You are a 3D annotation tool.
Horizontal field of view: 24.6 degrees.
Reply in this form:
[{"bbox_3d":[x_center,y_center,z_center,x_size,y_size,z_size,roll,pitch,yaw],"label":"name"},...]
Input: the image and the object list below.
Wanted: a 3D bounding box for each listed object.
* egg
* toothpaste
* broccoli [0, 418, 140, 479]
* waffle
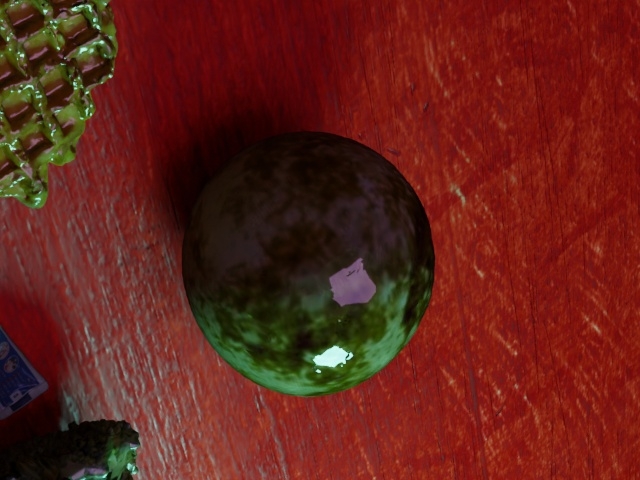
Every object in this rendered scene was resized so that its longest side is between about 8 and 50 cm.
[{"bbox_3d":[-0.010,0.031,1.395,0.238,0.238,0.289,-39,149,-21],"label":"egg"},{"bbox_3d":[-0.298,0.089,1.296,0.057,0.035,0.197,-34,138,-13],"label":"toothpaste"},{"bbox_3d":[-0.256,0.275,1.344,0.176,0.226,0.198,1,137,2],"label":"broccoli"},{"bbox_3d":[-0.270,-0.131,1.163,0.238,0.059,0.243,12,107,-48],"label":"waffle"}]
